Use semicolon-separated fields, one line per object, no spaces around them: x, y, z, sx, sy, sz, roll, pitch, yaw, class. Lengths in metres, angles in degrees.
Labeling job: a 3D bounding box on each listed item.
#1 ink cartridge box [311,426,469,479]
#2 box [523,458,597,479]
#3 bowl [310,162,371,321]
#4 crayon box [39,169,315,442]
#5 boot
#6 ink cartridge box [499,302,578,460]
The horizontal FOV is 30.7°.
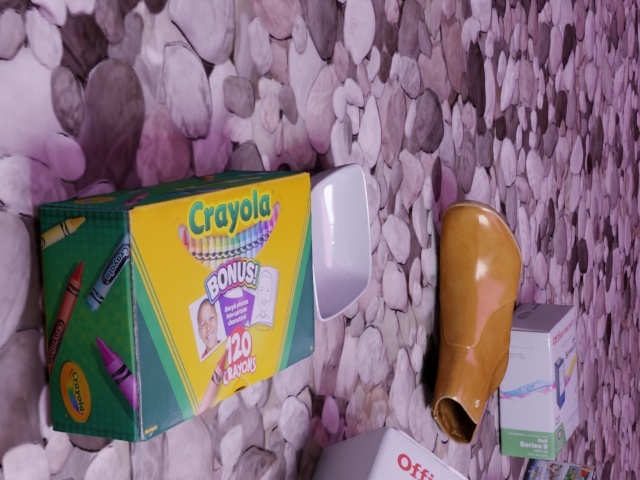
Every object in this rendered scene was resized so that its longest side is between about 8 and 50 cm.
0.065;0.358;1.158;0.201;0.117;0.278;39;51;-21;ink cartridge box
0.373;0.447;1.897;0.207;0.114;0.036;-58;142;-45;box
0.000;0.000;1.158;0.142;0.053;0.142;-32;119;-60;bowl
-0.100;0.038;0.920;0.278;0.081;0.165;-19;109;-63;crayon box
0.193;0.114;1.510;0.295;0.104;0.211;72;32;-43;boot
0.345;0.219;1.845;0.154;0.093;0.212;-26;113;-61;ink cartridge box
